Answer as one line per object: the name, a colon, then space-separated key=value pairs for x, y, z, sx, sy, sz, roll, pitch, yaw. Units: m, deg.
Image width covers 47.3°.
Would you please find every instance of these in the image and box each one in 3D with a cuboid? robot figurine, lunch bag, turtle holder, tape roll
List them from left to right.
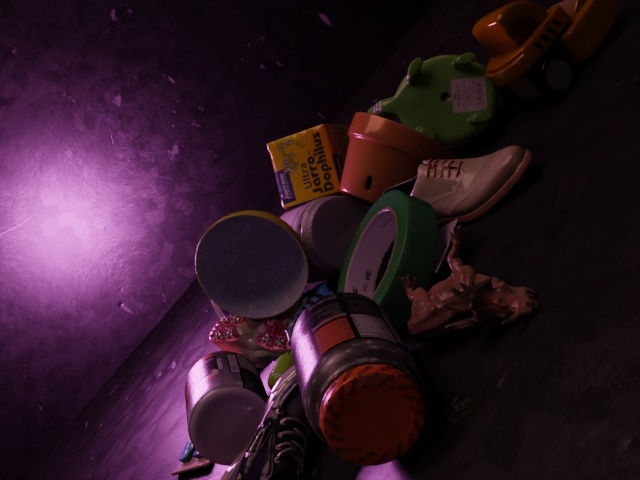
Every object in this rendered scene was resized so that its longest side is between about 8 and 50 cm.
robot figurine: x=-0.083 y=0.318 z=1.739 sx=0.101 sy=0.067 sz=0.115 roll=-25 pitch=27 yaw=45
tape roll: x=0.137 y=0.053 z=1.578 sx=0.321 sy=0.077 sz=0.321 roll=-57 pitch=21 yaw=36
lunch bag: x=0.165 y=0.035 z=1.760 sx=0.067 sy=0.065 sz=0.098 roll=-55 pitch=17 yaw=-24
turtle holder: x=0.307 y=-0.340 z=1.935 sx=0.320 sy=0.243 sz=0.227 roll=-35 pitch=-9 yaw=7

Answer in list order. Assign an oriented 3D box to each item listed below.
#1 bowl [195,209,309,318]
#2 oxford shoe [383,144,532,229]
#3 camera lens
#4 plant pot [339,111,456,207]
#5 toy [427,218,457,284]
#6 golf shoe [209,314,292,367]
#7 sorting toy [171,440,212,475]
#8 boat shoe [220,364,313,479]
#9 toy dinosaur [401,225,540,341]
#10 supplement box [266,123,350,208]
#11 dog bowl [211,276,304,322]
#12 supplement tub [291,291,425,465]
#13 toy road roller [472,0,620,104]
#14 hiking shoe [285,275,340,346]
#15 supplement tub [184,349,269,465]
bowl: x=-0.163 y=0.038 z=1.877 sx=0.289 sy=0.289 sz=0.156 roll=-42 pitch=14 yaw=21
oxford shoe: x=0.293 y=-0.124 z=1.644 sx=0.397 sy=0.146 sz=0.140 roll=-31 pitch=22 yaw=46
camera lens: x=0.000 y=0.000 z=2.003 sx=0.219 sy=0.219 sz=0.274 roll=-55 pitch=16 yaw=-23
plant pot: x=0.179 y=-0.180 z=1.902 sx=0.203 sy=0.291 sz=0.291 roll=-64 pitch=16 yaw=0
toy: x=0.222 y=0.055 z=1.572 sx=0.237 sy=0.056 sz=0.137 roll=-31 pitch=29 yaw=58
golf shoe: x=-0.139 y=0.270 z=1.896 sx=0.306 sy=0.140 sz=0.115 roll=2 pitch=42 yaw=33
sorting toy: x=-0.302 y=0.512 z=1.914 sx=0.193 sy=0.038 sz=0.208 roll=-31 pitch=22 yaw=47
boat shoe: x=-0.061 y=0.397 z=1.420 sx=0.340 sy=0.127 sz=0.158 roll=-59 pitch=24 yaw=-10
toy dinosaur: x=0.228 y=0.117 z=1.297 sx=0.295 sy=0.127 sz=0.200 roll=-44 pitch=22 yaw=35
supplement box: x=0.031 y=-0.218 z=2.146 sx=0.195 sy=0.194 sz=0.356 roll=-16 pitch=-1 yaw=28
dog bowl: x=-0.176 y=0.140 z=2.055 sx=0.104 sy=0.265 sz=0.265 roll=-32 pitch=22 yaw=39
supplement tub: x=0.062 y=0.234 z=1.284 sx=0.207 sy=0.207 sz=0.338 roll=-46 pitch=15 yaw=6
toy road roller: x=0.526 y=-0.505 z=1.766 sx=0.329 sy=0.240 sz=0.202 roll=-51 pitch=16 yaw=-10
hiking shoe: x=0.002 y=0.181 z=1.757 sx=0.132 sy=0.113 sz=0.304 roll=-40 pitch=18 yaw=24
supplement tub: x=-0.223 y=0.380 z=1.732 sx=0.193 sy=0.193 sz=0.316 roll=-48 pitch=15 yaw=-2
